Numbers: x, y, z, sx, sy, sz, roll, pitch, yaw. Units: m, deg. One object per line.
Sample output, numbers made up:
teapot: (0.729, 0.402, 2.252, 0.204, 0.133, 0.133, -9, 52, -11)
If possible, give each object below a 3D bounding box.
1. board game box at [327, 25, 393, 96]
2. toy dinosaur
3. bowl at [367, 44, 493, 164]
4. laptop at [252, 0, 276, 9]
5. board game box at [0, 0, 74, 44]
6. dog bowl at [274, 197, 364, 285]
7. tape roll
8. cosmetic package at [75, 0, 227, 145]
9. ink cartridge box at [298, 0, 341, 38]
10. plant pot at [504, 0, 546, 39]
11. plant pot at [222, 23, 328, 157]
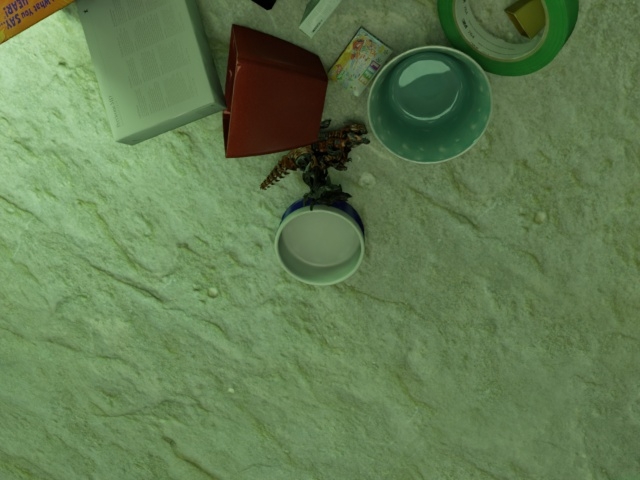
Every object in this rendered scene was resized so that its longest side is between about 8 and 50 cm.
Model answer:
board game box: (0.103, -0.467, 1.847, 0.103, 0.026, 0.154, 32, 118, -14)
toy dinosaur: (-0.009, -0.208, 1.953, 0.322, 0.164, 0.218, -27, 77, 34)
bowl: (0.276, -0.370, 1.812, 0.311, 0.163, 0.311, 2, 122, 3)
laptop: (-0.151, -0.744, 1.710, 0.234, 0.136, 0.264, 29, 94, -13)
board game box: (-0.640, -0.699, 1.559, 0.356, 0.356, 0.356, -20, 117, 22)
dog bowl: (0.000, 0.000, 2.094, 0.265, 0.104, 0.265, 2, 121, 3)
tape roll: (0.432, -0.542, 1.648, 0.321, 0.077, 0.321, 27, 148, 19)
cosmetic package: (-0.421, -0.462, 1.752, 0.284, 0.097, 0.377, -17, 86, 13)
ink cartridge box: (0.040, -0.600, 1.658, 0.045, 0.223, 0.224, 35, 119, -16)
plant pot: (0.518, -0.557, 1.731, 0.083, 0.081, 0.081, -38, 112, 12)
plant pot: (-0.119, -0.372, 1.803, 0.235, 0.267, 0.267, 4, 122, -12)
